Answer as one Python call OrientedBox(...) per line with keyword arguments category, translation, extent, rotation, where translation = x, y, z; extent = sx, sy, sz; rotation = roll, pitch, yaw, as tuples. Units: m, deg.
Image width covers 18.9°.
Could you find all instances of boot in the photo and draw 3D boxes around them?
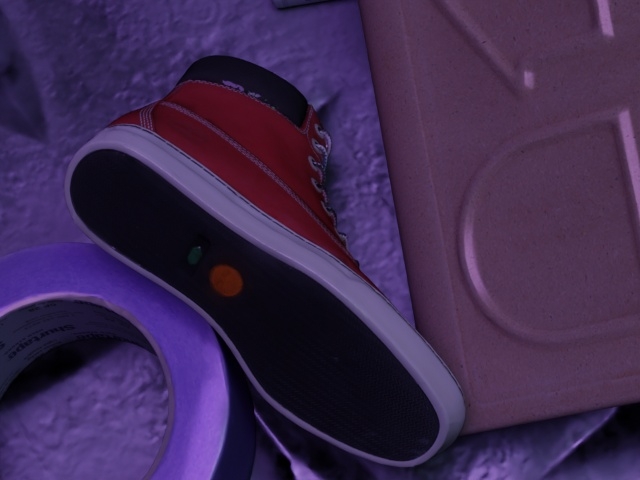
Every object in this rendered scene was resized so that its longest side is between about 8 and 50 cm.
OrientedBox(category="boot", translation=(0.000, 0.000, 1.040), extent=(0.244, 0.176, 0.088), rotation=(42, 124, 2))

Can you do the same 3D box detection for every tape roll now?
OrientedBox(category="tape roll", translation=(-0.133, 0.102, 1.043), extent=(0.189, 0.080, 0.189), rotation=(-3, 72, 8))

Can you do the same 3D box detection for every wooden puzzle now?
OrientedBox(category="wooden puzzle", translation=(0.174, -0.084, 0.971), extent=(0.348, 0.080, 0.322), rotation=(-16, 79, 40))

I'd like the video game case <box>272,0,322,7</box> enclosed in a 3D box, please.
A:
OrientedBox(category="video game case", translation=(0.033, -0.223, 1.162), extent=(0.143, 0.019, 0.157), rotation=(-9, 69, 6))
